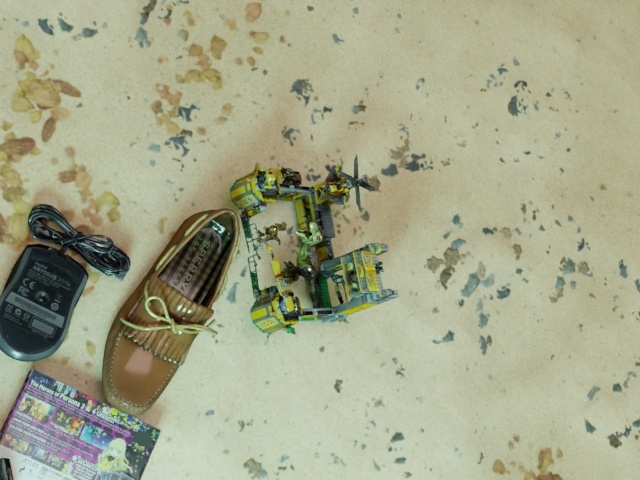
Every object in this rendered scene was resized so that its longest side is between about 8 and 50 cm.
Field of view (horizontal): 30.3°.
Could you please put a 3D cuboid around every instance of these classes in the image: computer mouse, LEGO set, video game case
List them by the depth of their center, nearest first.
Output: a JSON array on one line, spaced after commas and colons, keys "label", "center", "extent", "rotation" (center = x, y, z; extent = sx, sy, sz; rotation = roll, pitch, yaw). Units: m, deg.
[{"label": "video game case", "center": [-0.392, 0.344, 1.841], "extent": [0.232, 0.042, 0.210], "rotation": [28, 65, -16]}, {"label": "computer mouse", "center": [-0.436, 0.089, 1.888], "extent": [0.188, 0.072, 0.272], "rotation": [33, 51, -12]}, {"label": "LEGO set", "center": [0.000, 0.000, 2.027], "extent": [0.255, 0.192, 0.331], "rotation": [13, 63, -42]}]

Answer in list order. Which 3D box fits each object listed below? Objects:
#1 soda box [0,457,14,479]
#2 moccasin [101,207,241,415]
[{"label": "soda box", "center": [-0.535, 0.364, 1.725], "extent": [0.169, 0.053, 0.060], "rotation": [-12, 79, -7]}, {"label": "moccasin", "center": [-0.234, 0.111, 1.931], "extent": [0.139, 0.147, 0.380], "rotation": [39, 62, -11]}]
